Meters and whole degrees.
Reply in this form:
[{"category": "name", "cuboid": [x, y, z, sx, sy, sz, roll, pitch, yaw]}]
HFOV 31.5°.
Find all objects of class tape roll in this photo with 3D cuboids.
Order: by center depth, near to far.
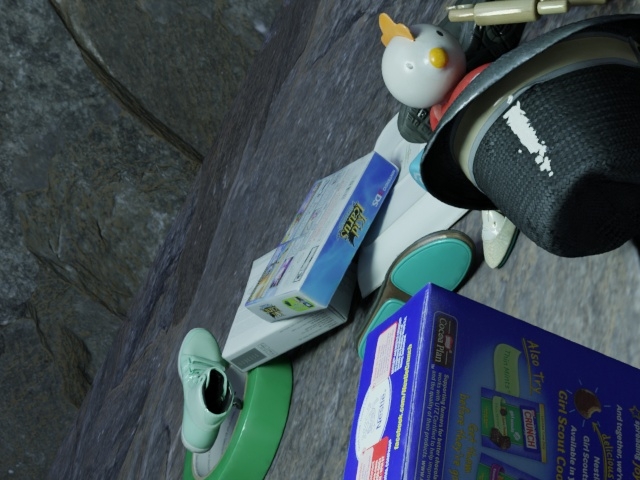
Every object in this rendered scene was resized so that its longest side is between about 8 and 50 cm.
[{"category": "tape roll", "cuboid": [-0.157, 0.344, 2.119, 0.321, 0.077, 0.321, -54, 22, 34]}]

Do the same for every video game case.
[{"category": "video game case", "cuboid": [0.000, 0.000, 1.875, 0.269, 0.061, 0.244, -61, 16, -20]}]

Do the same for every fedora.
[{"category": "fedora", "cuboid": [0.266, -0.077, 1.155, 0.334, 0.334, 0.152, -50, 54, 42]}]

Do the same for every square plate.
[{"category": "square plate", "cuboid": [0.156, -0.124, 1.831, 0.344, 0.049, 0.347, -44, 29, 49]}]

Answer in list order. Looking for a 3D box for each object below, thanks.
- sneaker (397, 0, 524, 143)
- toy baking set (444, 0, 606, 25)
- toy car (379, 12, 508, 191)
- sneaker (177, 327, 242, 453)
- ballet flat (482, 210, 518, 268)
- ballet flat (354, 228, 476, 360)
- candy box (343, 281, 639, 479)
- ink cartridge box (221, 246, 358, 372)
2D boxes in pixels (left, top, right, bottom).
[{"category": "sneaker", "cuboid": [0.198, -0.263, 1.719, 0.286, 0.109, 0.130, -54, 29, -15]}, {"category": "toy baking set", "cuboid": [0.263, -0.306, 1.507, 0.197, 0.256, 0.030, -23, -69, -58]}, {"category": "toy car", "cuboid": [0.165, -0.213, 1.495, 0.219, 0.238, 0.210, -50, 9, -9]}, {"category": "sneaker", "cuboid": [-0.198, 0.243, 2.075, 0.151, 0.094, 0.256, 123, 150, -45]}, {"category": "ballet flat", "cuboid": [0.240, -0.048, 1.493, 0.168, 0.052, 0.057, -69, 18, -3]}, {"category": "ballet flat", "cuboid": [0.129, 0.064, 1.622, 0.280, 0.095, 0.096, -54, 10, 36]}, {"category": "candy box", "cuboid": [0.180, 0.221, 0.920, 0.122, 0.317, 0.268, -46, 27, 52]}, {"category": "ink cartridge box", "cuboid": [-0.043, 0.087, 2.021, 0.275, 0.060, 0.239, -30, 30, 38]}]
